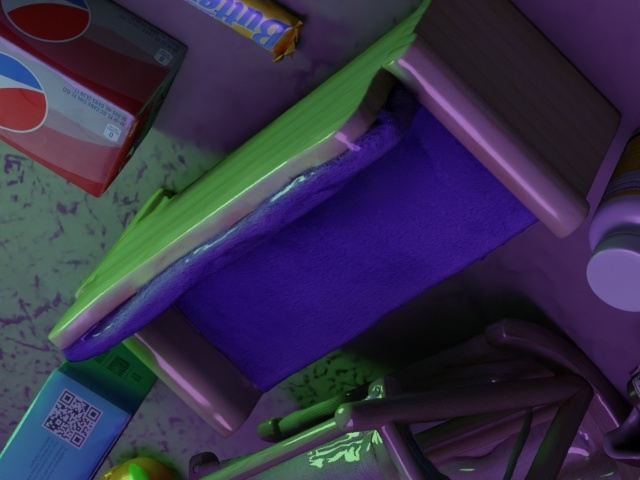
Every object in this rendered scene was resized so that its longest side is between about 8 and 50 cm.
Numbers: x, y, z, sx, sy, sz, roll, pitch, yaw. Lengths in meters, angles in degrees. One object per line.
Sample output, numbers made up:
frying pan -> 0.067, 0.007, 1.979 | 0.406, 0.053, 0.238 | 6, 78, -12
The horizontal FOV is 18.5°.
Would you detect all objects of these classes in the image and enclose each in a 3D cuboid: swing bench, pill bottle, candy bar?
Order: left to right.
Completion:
candy bar -> -0.081, -0.164, 1.240 | 0.161, 0.018, 0.040 | 32, 137, 1
swing bench -> 0.043, 0.172, 1.330 | 0.253, 0.255, 0.165 | -28, 91, 41
pill bottle -> 0.195, -0.013, 1.154 | 0.065, 0.116, 0.065 | 15, 135, 16

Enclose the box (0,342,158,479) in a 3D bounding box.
box -> -0.169, 0.127, 1.386 | 0.060, 0.244, 0.100 | 33, 95, -1

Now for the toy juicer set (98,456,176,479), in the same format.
toy juicer set -> -0.133, 0.313, 1.649 | 0.209, 0.089, 0.329 | 21, 136, 10

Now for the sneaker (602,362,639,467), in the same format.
sneaker -> 0.236, 0.089, 1.243 | 0.071, 0.066, 0.188 | -6, 140, -17

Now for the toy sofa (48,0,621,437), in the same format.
toy sofa -> 0.000, 0.000, 1.231 | 0.150, 0.177, 0.362 | 44, 134, -13

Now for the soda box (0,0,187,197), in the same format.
soda box -> -0.227, -0.144, 1.292 | 0.263, 0.083, 0.092 | 30, 137, 0
